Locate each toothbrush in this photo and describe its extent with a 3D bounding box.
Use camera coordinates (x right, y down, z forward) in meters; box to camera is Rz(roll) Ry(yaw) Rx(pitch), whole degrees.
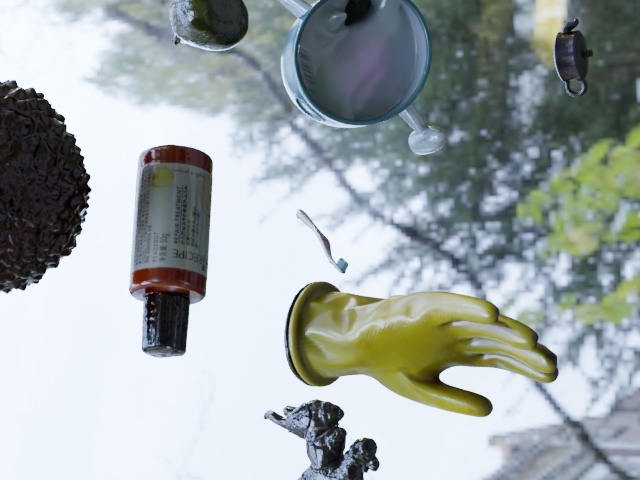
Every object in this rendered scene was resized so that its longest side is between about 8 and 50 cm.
[{"bbox_3d":[0.000,0.000,2.148,0.017,0.204,0.022,27,-78,-30],"label":"toothbrush"}]

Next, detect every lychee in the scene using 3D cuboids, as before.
[{"bbox_3d":[-0.448,-0.073,1.930,0.330,0.306,0.306,-120,12,-66],"label":"lychee"}]

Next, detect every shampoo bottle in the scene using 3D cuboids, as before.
[{"bbox_3d":[-0.200,0.018,1.961,0.104,0.104,0.278,32,-125,-56],"label":"shampoo bottle"}]

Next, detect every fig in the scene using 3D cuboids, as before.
[{"bbox_3d":[-0.185,-0.341,2.272,0.117,0.177,0.117,1,-93,-28],"label":"fig"}]

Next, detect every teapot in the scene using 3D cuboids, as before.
[{"bbox_3d":[0.329,-0.235,1.897,0.068,0.045,0.100,-28,-70,-60],"label":"teapot"}]

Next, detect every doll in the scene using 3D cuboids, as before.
[{"bbox_3d":[0.007,0.262,1.850,0.057,0.165,0.139,2,-107,-46],"label":"doll"}]

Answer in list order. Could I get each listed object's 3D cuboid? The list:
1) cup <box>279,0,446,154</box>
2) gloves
[{"bbox_3d":[0.029,-0.209,1.730,0.300,0.173,0.167,43,-99,-10],"label":"cup"},{"bbox_3d":[0.112,0.108,1.549,0.133,0.294,0.116,39,-119,-48],"label":"gloves"}]
